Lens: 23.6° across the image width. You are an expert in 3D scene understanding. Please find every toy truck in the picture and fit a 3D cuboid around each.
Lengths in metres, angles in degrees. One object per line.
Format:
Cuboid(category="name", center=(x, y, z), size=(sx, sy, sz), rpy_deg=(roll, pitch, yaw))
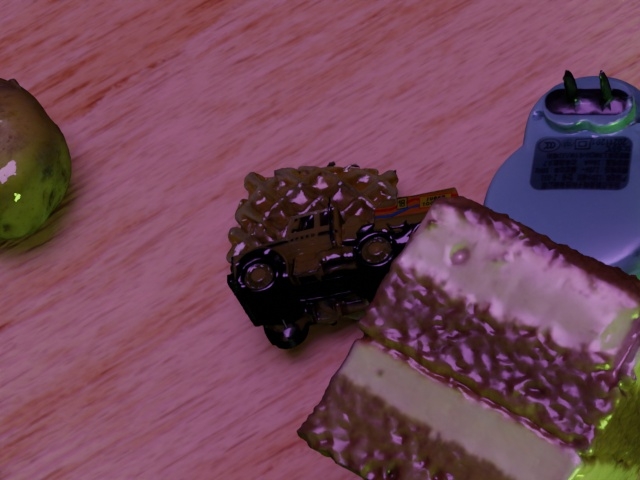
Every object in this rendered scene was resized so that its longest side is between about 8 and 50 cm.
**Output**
Cuboid(category="toy truck", center=(0.035, 0.020, 1.614), size=(0.257, 0.127, 0.127), rpy_deg=(-15, 56, 8))

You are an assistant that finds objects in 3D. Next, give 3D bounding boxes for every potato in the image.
Cuboid(category="potato", center=(-0.399, -0.100, 1.812), size=(0.228, 0.148, 0.197), rpy_deg=(14, 76, 21))

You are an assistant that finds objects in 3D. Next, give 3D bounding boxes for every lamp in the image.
Cuboid(category="lamp", center=(0.281, -0.048, 1.637), size=(0.209, 0.147, 0.284), rpy_deg=(2, 77, 17))

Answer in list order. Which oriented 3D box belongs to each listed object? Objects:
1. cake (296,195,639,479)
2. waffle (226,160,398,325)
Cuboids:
Cuboid(category="cake", center=(0.178, 0.137, 1.441), size=(0.282, 0.256, 0.290), rpy_deg=(26, 90, 24))
Cuboid(category="waffle", center=(0.000, 0.000, 1.723), size=(0.214, 0.054, 0.208), rpy_deg=(-4, 64, 10))
